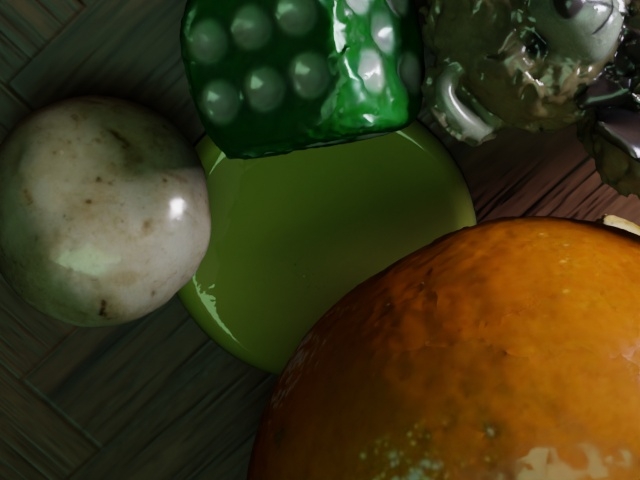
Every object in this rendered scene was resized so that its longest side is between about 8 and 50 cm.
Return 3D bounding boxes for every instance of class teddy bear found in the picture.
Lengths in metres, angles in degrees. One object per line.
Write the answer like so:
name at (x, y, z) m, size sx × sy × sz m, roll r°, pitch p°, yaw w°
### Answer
teddy bear at (0.195, -0.143, 1.293) m, size 0.256 × 0.156 × 0.267 m, roll 13°, pitch 72°, yaw -7°

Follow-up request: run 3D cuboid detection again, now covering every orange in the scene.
orange at (0.146, 0.181, 1.322) m, size 0.424 × 0.326 × 0.424 m, roll -2°, pitch 127°, yaw -3°

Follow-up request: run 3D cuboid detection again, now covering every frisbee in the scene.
frisbee at (0.000, 0.000, 1.414) m, size 0.236 × 0.017 × 0.236 m, roll -1°, pitch 112°, yaw -1°

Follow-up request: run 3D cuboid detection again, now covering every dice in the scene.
dice at (-0.012, -0.127, 1.288) m, size 0.128 × 0.120 × 0.131 m, roll -9°, pitch 91°, yaw 30°

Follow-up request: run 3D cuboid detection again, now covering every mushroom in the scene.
mushroom at (-0.156, -0.020, 1.341) m, size 0.166 × 0.127 × 0.166 m, roll 2°, pitch 77°, yaw -7°

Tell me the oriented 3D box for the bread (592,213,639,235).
bread at (0.237, 0.026, 1.413) m, size 0.106 × 0.053 × 0.072 m, roll 30°, pitch 131°, yaw -9°
